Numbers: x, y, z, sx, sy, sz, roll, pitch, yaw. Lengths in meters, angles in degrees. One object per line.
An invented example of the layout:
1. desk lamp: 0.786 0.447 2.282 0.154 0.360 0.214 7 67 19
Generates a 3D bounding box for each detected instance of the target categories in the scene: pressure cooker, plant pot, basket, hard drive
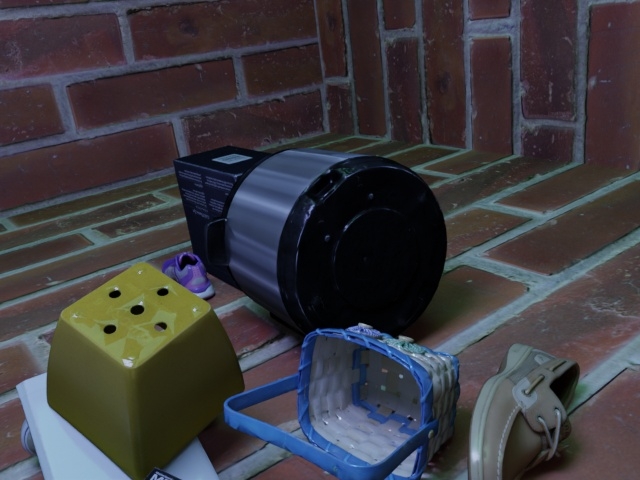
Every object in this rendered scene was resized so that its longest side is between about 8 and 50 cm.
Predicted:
1. pressure cooker: 0.002 -0.006 1.212 0.375 0.370 0.420 -53 32 -10
2. plant pot: -0.249 0.161 0.840 0.212 0.187 0.212 29 43 24
3. basket: 0.044 0.230 0.833 0.254 0.201 0.289 11 17 38
4. hard drive: -0.294 0.290 0.857 0.203 0.040 0.307 -19 46 -28

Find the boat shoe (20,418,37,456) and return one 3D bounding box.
1. boat shoe: -0.318 0.281 0.956 0.302 0.109 0.094 -12 17 -21

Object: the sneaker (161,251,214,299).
1. sneaker: -0.346 0.073 1.521 0.095 0.105 0.236 -20 23 -27

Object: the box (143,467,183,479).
1. box: -0.165 0.373 0.682 0.190 0.045 0.184 18 26 14

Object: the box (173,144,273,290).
1. box: -0.203 -0.062 1.534 0.179 0.313 0.343 -21 25 -33

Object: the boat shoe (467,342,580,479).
1. boat shoe: 0.290 0.244 0.829 0.110 0.122 0.341 4 22 30
